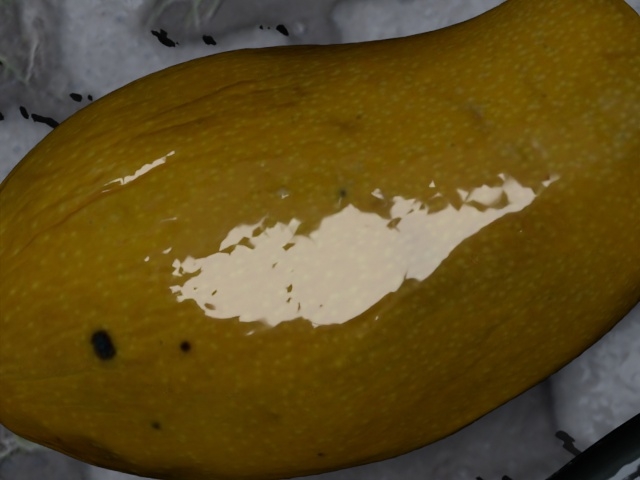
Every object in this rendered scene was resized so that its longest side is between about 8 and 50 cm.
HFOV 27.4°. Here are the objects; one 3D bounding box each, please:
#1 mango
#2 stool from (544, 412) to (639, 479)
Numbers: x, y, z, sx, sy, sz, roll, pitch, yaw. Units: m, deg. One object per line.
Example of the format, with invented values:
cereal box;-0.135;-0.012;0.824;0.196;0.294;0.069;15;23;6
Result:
mango;0.003;0.003;0.562;0.359;0.144;0.187;-13;85;14
stool;0.166;0.164;0.495;0.232;0.141;0.232;-2;85;18
